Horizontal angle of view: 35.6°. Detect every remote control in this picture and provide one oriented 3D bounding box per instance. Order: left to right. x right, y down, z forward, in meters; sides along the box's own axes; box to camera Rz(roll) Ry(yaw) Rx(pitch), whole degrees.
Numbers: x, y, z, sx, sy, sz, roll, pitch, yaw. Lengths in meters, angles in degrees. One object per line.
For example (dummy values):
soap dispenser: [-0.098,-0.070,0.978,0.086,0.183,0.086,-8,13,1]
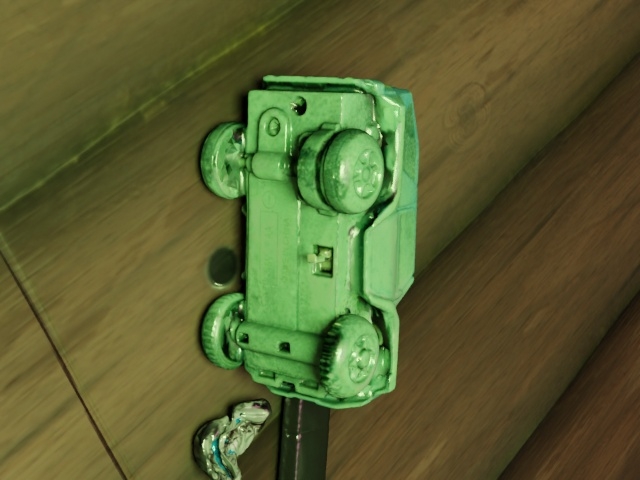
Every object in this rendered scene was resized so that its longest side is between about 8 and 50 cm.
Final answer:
remote control: [-0.018,0.227,0.967,0.063,0.025,0.245,-4,100,-50]

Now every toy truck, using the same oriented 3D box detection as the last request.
toy truck: [0.000,0.000,0.855,0.156,0.154,0.279,-12,106,-53]

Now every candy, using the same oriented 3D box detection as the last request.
candy: [-0.070,0.254,0.900,0.094,0.051,0.227,-13,108,-50]
